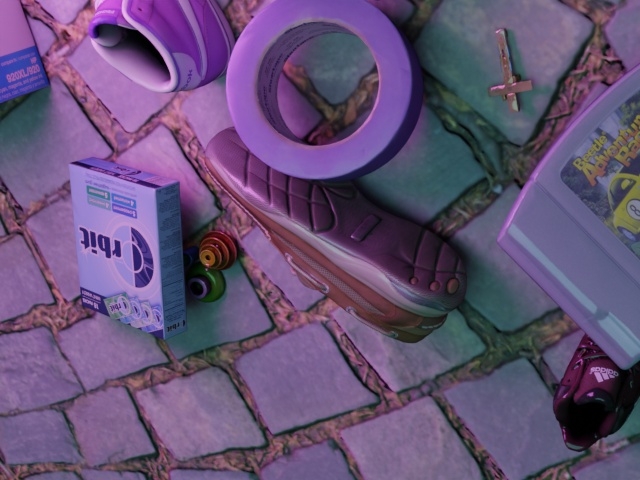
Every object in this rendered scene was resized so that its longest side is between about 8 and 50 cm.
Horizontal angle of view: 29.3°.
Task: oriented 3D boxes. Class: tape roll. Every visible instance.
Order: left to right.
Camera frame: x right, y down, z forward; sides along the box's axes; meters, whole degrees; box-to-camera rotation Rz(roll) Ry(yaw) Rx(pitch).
[{"bbox_3d":[0.006,-0.154,1.235,0.189,0.080,0.189,0,92,14],"label":"tape roll"}]

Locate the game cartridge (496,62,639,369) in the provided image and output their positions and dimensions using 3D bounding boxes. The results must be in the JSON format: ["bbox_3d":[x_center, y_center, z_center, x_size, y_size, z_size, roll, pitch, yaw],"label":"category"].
[{"bbox_3d":[0.312,-0.052,1.108,0.294,0.060,0.196,-45,83,1],"label":"game cartridge"}]

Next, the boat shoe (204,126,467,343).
[{"bbox_3d":[0.000,0.000,1.311,0.324,0.123,0.116,38,136,15],"label":"boat shoe"}]

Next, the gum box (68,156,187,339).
[{"bbox_3d":[-0.225,0.007,1.433,0.157,0.041,0.184,16,116,39],"label":"gum box"}]

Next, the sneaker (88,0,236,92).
[{"bbox_3d":[-0.207,-0.279,1.275,0.102,0.161,0.282,-36,90,32],"label":"sneaker"}]

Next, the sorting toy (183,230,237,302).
[{"bbox_3d":[-0.138,0.033,1.428,0.061,0.042,0.102,31,119,11],"label":"sorting toy"}]

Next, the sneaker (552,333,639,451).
[{"bbox_3d":[0.299,0.090,1.178,0.106,0.162,0.281,21,117,16],"label":"sneaker"}]

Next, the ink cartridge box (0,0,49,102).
[{"bbox_3d":[-0.455,-0.251,1.392,0.171,0.168,0.232,-11,104,27],"label":"ink cartridge box"}]

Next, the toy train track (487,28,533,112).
[{"bbox_3d":[0.188,-0.169,1.220,0.048,0.014,0.083,-6,101,34],"label":"toy train track"}]
